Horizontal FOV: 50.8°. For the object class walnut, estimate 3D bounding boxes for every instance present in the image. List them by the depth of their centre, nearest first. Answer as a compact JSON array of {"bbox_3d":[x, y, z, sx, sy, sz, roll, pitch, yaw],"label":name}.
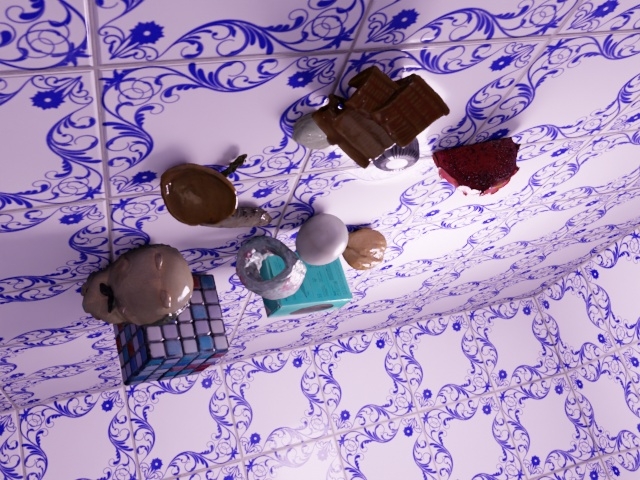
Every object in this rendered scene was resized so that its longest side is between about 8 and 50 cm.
[{"bbox_3d":[0.150,0.031,2.312,0.166,0.149,0.166,-15,132,-18],"label":"walnut"}]

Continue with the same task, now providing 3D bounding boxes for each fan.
[{"bbox_3d":[0.168,-0.249,1.718,0.130,0.074,0.244,-14,157,25],"label":"fan"}]

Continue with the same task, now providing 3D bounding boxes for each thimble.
[{"bbox_3d":[-0.152,0.087,2.136,0.211,0.185,0.149,-1,163,16],"label":"thimble"}]

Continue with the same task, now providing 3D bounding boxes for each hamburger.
[{"bbox_3d":[-0.023,-0.255,1.579,0.084,0.054,0.121,-19,157,16],"label":"hamburger"}]

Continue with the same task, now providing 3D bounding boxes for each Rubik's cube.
[{"bbox_3d":[-0.511,0.297,2.266,0.292,0.293,0.287,-3,156,-36],"label":"Rubik's cube"}]

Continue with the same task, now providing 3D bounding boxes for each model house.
[{"bbox_3d":[0.136,-0.287,1.472,0.229,0.219,0.199,-33,113,26],"label":"model house"}]

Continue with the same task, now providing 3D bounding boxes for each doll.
[{"bbox_3d":[-0.540,0.140,1.950,0.349,0.247,0.247,-12,165,34],"label":"doll"}]

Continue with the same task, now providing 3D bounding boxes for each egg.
[{"bbox_3d":[0.000,0.000,2.098,0.151,0.151,0.209,-5,159,-29],"label":"egg"}]

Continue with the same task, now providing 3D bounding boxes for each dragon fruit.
[{"bbox_3d":[0.457,-0.208,1.959,0.262,0.163,0.189,-14,-173,-7],"label":"dragon fruit"}]

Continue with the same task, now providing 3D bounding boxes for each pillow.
[{"bbox_3d":[-0.228,-0.068,1.890,0.241,0.051,0.093,0,158,-36],"label":"pillow"}]

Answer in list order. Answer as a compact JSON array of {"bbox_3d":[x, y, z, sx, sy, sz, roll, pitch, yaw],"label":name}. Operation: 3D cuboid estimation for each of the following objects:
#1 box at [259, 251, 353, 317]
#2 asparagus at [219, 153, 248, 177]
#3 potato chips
[{"bbox_3d":[-0.061,0.148,2.356,0.311,0.205,0.118,-4,153,-34],"label":"box"},{"bbox_3d":[-0.255,-0.157,1.678,0.236,0.027,0.034,-30,167,32],"label":"asparagus"},{"bbox_3d":[-0.299,-0.122,1.647,0.195,0.062,0.208,-32,130,31],"label":"potato chips"}]
